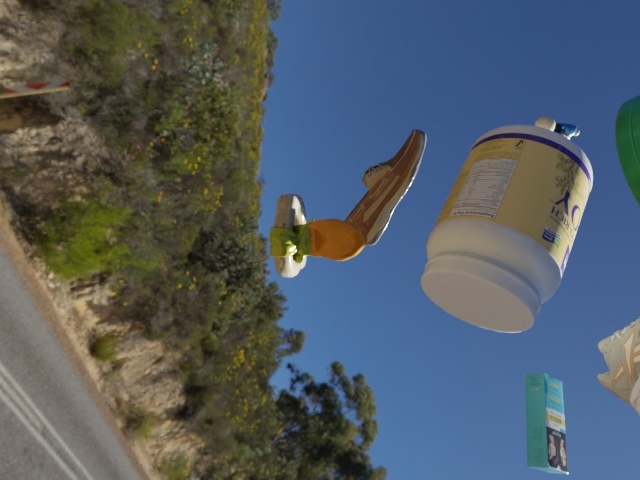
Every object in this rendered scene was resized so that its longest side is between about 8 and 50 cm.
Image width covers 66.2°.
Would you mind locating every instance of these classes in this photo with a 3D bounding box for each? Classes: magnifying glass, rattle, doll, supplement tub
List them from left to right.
[{"bbox_3d":[0.000,0.000,0.763,0.200,0.142,0.130,64,14,-68],"label":"rattle"},{"bbox_3d":[0.345,-0.023,0.923,0.240,0.332,0.241,25,-23,11],"label":"supplement tub"},{"bbox_3d":[0.471,-0.185,1.010,0.189,0.129,0.046,45,15,-50],"label":"doll"},{"bbox_3d":[0.262,-0.071,0.346,0.026,0.230,0.092,-25,-89,52],"label":"magnifying glass"}]

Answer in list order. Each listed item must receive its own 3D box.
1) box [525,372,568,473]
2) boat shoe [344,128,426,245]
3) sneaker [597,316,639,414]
[{"bbox_3d":[0.617,0.498,1.344,0.060,0.100,0.245,-25,-133,48],"label":"box"},{"bbox_3d":[0.163,-0.146,1.267,0.325,0.116,0.123,-62,179,10],"label":"boat shoe"},{"bbox_3d":[0.566,0.183,0.880,0.121,0.099,0.263,29,-56,50],"label":"sneaker"}]
